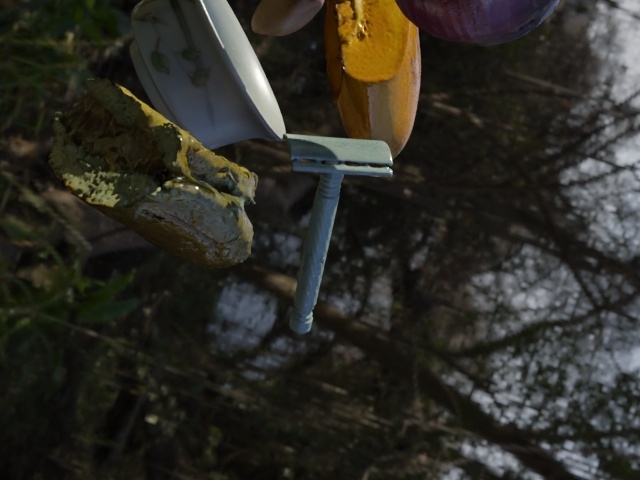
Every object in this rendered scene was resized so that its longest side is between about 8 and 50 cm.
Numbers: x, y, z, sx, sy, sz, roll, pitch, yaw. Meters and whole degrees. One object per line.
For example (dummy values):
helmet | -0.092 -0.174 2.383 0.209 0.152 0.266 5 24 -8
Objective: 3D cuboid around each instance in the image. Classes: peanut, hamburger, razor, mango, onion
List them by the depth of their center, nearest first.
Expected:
onion | 0.146 -0.263 1.010 0.177 0.153 0.177 -37 -142 35
razor | 0.000 0.000 1.159 0.068 0.106 0.232 -109 -155 -56
hamburger | -0.173 -0.065 1.232 0.211 0.309 0.132 36 87 -40
mango | 0.071 -0.225 1.448 0.154 0.126 0.252 45 38 -86
peanut | -0.049 -0.349 1.647 0.152 0.076 0.076 -27 -151 45

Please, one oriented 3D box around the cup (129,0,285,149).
cup | -0.206 -0.289 1.834 0.347 0.163 0.347 63 7 -13
